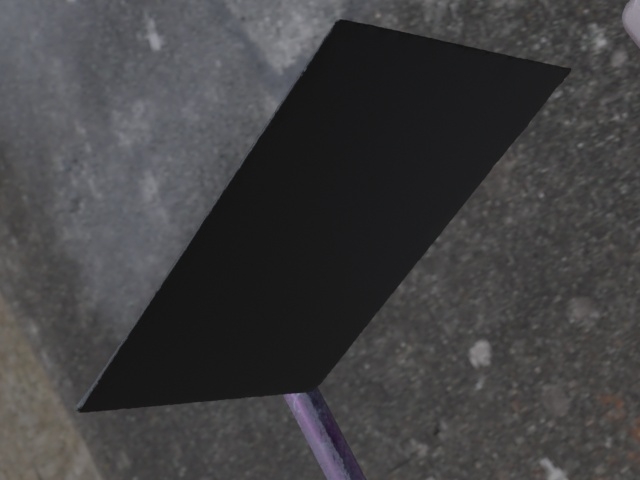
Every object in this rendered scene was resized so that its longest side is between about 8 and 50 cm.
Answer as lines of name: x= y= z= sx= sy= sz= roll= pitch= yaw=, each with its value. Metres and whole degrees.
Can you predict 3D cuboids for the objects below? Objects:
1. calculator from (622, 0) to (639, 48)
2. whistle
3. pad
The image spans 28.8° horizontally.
calculator: x=0.243 y=-0.092 z=0.720 sx=0.032 sy=0.100 sz=0.175 roll=-62 pitch=38 yaw=38
whistle: x=0.006 y=0.178 z=1.093 sx=0.176 sy=0.033 sz=0.033 roll=61 pitch=140 yaw=25
pad: x=0.000 y=0.000 z=0.603 sx=0.245 sy=0.170 sz=0.006 roll=-53 pitch=56 yaw=30
